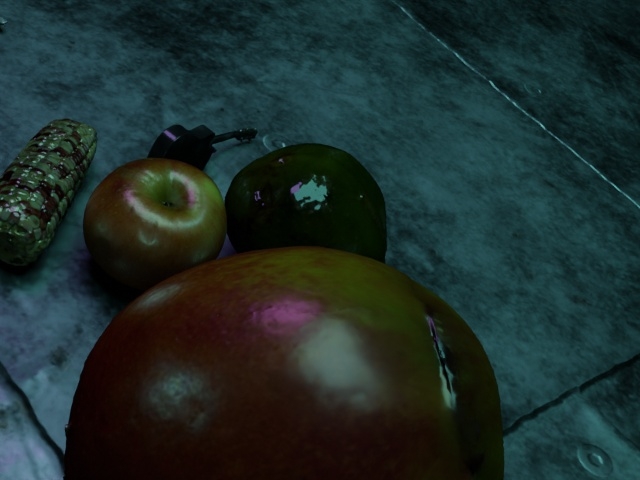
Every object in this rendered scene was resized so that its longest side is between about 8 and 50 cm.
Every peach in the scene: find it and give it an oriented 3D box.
[{"bbox_3d":[-0.030,0.179,0.922,0.370,0.370,0.370,16,38,-13],"label":"peach"}]

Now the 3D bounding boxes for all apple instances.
[{"bbox_3d":[-0.188,-0.015,1.218,0.163,0.139,0.163,14,52,-18],"label":"apple"}]

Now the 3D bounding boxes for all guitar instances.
[{"bbox_3d":[-0.150,-0.124,1.425,0.025,0.088,0.233,38,29,17],"label":"guitar"}]

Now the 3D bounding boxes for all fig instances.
[{"bbox_3d":[0.000,0.000,1.291,0.245,0.195,0.195,56,33,-17],"label":"fig"}]

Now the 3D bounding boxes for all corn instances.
[{"bbox_3d":[-0.322,-0.068,1.241,0.086,0.086,0.253,21,37,-6],"label":"corn"}]

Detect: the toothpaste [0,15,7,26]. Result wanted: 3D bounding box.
[{"bbox_3d":[-0.537,-0.293,1.423,0.078,0.047,0.248,43,38,18],"label":"toothpaste"}]
